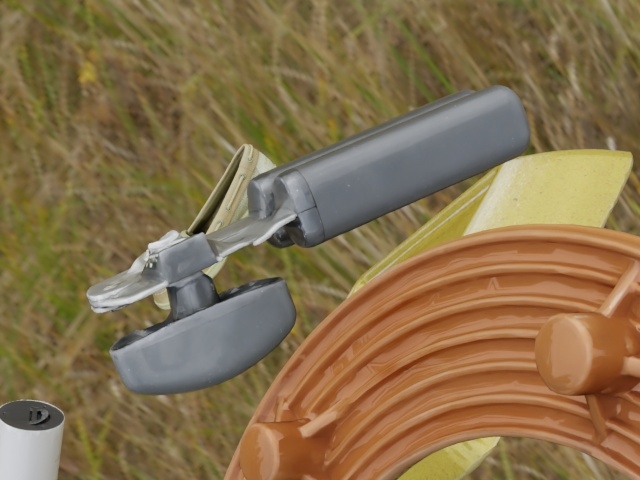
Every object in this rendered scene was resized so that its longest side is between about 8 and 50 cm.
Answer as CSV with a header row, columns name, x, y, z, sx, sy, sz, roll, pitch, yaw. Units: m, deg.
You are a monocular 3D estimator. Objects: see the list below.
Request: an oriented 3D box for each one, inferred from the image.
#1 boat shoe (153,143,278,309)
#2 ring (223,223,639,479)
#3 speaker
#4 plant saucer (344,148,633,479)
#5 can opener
name,x,y,z,sx,sy,sz,roll,pitch,yaw
boat shoe,-0.093,-0.010,1.409,0.153,0.048,0.056,-48,26,5
ring,0.048,0.163,0.464,0.336,0.032,0.336,-4,85,53
speaker,-0.239,0.198,1.371,0.055,0.055,0.136,27,116,36
plant saucer,0.069,0.083,1.322,0.333,0.081,0.332,-41,12,50
can opener,0.000,0.000,0.981,0.283,0.095,0.076,-24,9,-22
